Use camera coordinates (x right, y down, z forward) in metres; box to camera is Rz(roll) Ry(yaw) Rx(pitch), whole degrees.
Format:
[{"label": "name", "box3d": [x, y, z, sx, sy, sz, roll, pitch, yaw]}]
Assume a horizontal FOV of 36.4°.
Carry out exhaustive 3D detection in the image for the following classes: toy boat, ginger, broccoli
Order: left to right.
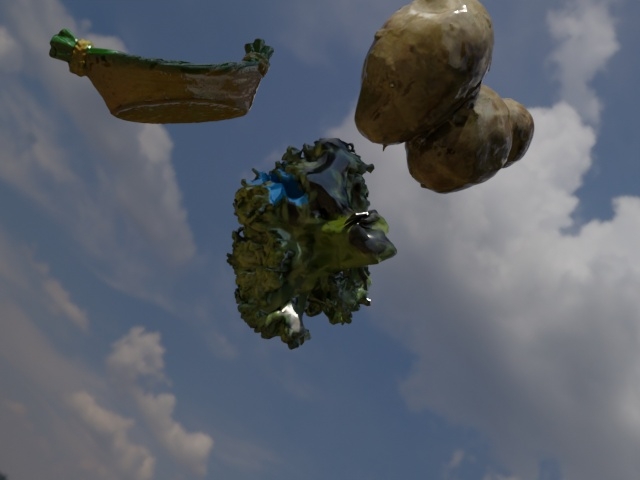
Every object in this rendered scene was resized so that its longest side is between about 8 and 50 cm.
[{"label": "toy boat", "box3d": [-0.155, -0.170, 0.986, 0.089, 0.229, 0.088, 145, -60, -65]}, {"label": "broccoli", "box3d": [0.000, 0.000, 0.797, 0.160, 0.167, 0.155, -15, -73, 55]}, {"label": "ginger", "box3d": [0.182, -0.186, 1.370, 0.155, 0.244, 0.304, 20, -26, 50]}]
